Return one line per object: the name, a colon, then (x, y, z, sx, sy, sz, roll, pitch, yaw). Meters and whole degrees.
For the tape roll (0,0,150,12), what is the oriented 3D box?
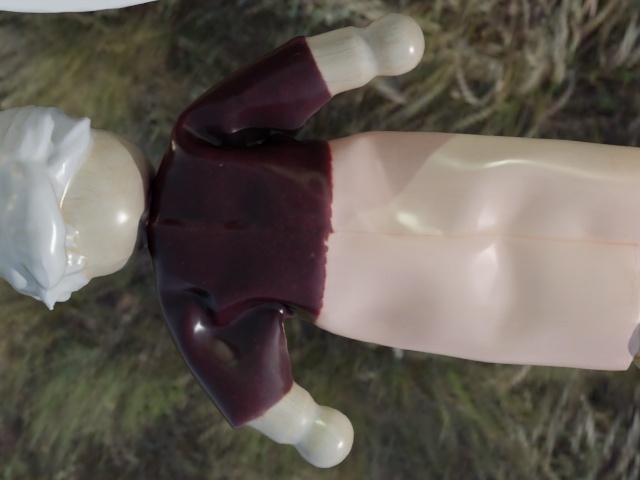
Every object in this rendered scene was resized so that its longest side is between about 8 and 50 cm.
tape roll: (-0.072, -0.211, 0.583, 0.286, 0.100, 0.286, -20, 157, -9)

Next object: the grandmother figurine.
grandmother figurine: (0.000, 0.000, 0.705, 0.342, 0.208, 0.104, 8, 176, -2)
